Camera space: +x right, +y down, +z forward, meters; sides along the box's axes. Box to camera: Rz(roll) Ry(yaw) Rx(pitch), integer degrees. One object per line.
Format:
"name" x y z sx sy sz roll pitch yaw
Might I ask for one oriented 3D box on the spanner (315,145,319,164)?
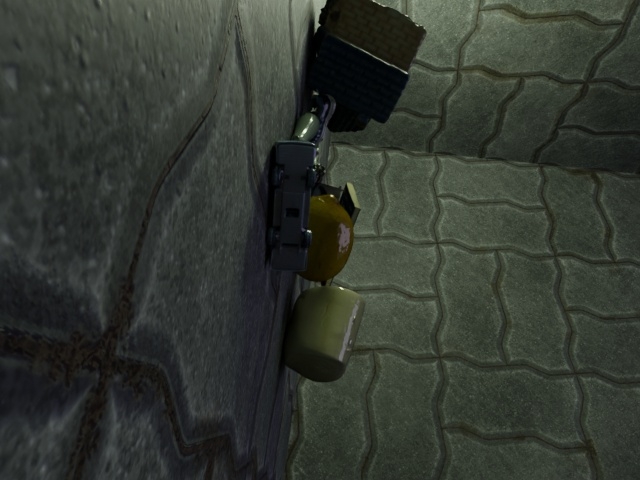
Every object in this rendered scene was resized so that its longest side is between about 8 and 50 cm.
"spanner" -0.031 -0.392 2.219 0.095 0.040 0.324 89 8 -79

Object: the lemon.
"lemon" -0.010 -0.003 1.415 0.236 0.236 0.263 77 13 -84

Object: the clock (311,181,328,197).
"clock" -0.038 -0.074 1.770 0.319 0.066 0.318 7 90 -74

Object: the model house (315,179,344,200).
"model house" -0.018 -0.102 2.050 0.244 0.169 0.325 -137 -122 -83

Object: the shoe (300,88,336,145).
"shoe" -0.029 -0.425 1.601 0.091 0.106 0.207 39 -66 40

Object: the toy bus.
"toy bus" -0.074 -0.091 1.144 0.136 0.109 0.329 -104 -162 -68

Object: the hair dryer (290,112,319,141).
"hair dryer" -0.071 -0.274 1.475 0.206 0.076 0.237 -70 176 -50

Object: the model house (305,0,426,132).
"model house" 0.111 -0.628 1.760 0.445 0.395 0.399 145 -33 -75

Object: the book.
"book" 0.075 -0.018 2.029 0.300 0.039 0.427 -98 -155 -63

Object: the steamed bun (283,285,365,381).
"steamed bun" -0.005 0.403 1.934 0.455 0.290 0.371 105 5 -61

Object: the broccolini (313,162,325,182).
"broccolini" -0.025 -0.264 2.123 0.068 0.091 0.202 1 -99 58
